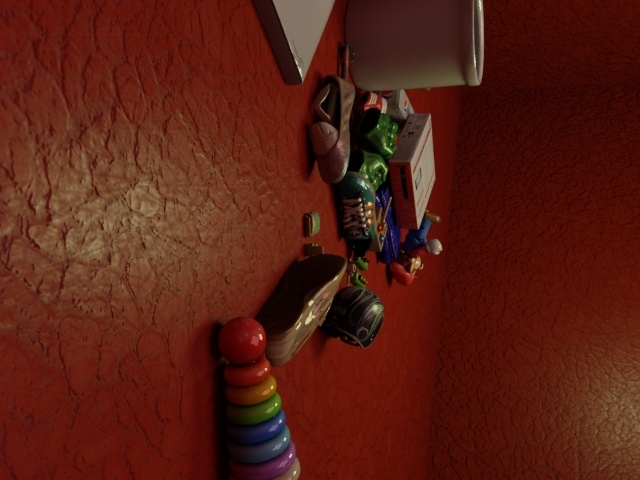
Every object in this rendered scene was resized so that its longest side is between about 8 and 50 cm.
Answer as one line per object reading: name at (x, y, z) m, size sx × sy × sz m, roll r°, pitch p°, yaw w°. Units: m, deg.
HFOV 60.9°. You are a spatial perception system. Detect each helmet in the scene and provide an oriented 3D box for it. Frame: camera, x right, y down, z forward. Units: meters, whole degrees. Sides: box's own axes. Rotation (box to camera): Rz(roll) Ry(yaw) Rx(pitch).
helmet at (0.099, 0.207, 1.540) m, size 0.162 × 0.169 × 0.169 m, roll -59°, pitch 148°, yaw -21°

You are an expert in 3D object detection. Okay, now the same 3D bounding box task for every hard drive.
hard drive at (-0.050, -0.571, 1.279) m, size 0.233 × 0.047 × 0.353 m, roll 65°, pitch 34°, yaw -48°

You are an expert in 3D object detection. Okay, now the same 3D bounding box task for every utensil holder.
utensil holder at (0.303, -0.642, 1.715) m, size 0.327 × 0.385 × 0.328 m, roll 2°, pitch 90°, yaw -69°

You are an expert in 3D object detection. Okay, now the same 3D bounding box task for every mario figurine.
mario figurine at (0.392, 0.034, 2.196) m, size 0.198 × 0.170 × 0.321 m, roll -41°, pitch 151°, yaw -74°

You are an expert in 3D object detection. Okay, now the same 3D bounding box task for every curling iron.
curling iron at (0.076, -0.451, 1.619) m, size 0.068 × 0.035 × 0.274 m, roll 12°, pitch 79°, yaw -68°

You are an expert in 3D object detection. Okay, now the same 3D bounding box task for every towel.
towel at (0.255, -0.092, 2.040) m, size 0.228 × 0.076 × 0.308 m, roll -61°, pitch 145°, yaw -49°

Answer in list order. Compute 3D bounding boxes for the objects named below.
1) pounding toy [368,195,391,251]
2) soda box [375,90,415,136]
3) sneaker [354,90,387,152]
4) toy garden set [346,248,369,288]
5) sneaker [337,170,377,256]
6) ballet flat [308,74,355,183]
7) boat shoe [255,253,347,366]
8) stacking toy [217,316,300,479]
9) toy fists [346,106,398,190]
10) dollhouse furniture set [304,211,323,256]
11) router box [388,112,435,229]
pounding toy at (0.187, -0.056, 1.834) m, size 0.130 × 0.100 × 0.141 m, roll 71°, pitch 29°, yaw -41°
soda box at (0.289, -0.491, 2.076) m, size 0.286 × 0.098 × 0.091 m, roll 29°, pitch 66°, yaw -65°
sneaker at (0.144, -0.379, 1.780) m, size 0.128 × 0.087 × 0.221 m, roll 13°, pitch 80°, yaw -49°
toy garden set at (0.118, 0.145, 1.737) m, size 0.204 × 0.049 × 0.244 m, roll 44°, pitch 50°, yaw -62°
sneaker at (0.112, -0.070, 1.632) m, size 0.302 × 0.108 × 0.121 m, roll 69°, pitch 26°, yaw -47°
ballet flat at (0.020, -0.301, 1.428) m, size 0.106 × 0.107 × 0.316 m, roll 31°, pitch 55°, yaw -43°
boat shoe at (-0.039, 0.148, 1.260) m, size 0.341 × 0.121 × 0.110 m, roll -46°, pitch 138°, yaw -46°
stacking toy at (-0.131, 0.305, 1.032) m, size 0.141 × 0.141 × 0.331 m, roll -26°, pitch 108°, yaw -66°
toy fists at (0.163, -0.268, 1.692) m, size 0.142 × 0.096 × 0.279 m, roll 40°, pitch 65°, yaw -50°
dollhouse furniture set at (0.000, 0.000, 1.415) m, size 0.076 × 0.058 × 0.152 m, roll -26°, pitch 115°, yaw -67°
router box at (0.349, -0.260, 2.033) m, size 0.335 × 0.082 × 0.301 m, roll -63°, pitch 149°, yaw -43°
